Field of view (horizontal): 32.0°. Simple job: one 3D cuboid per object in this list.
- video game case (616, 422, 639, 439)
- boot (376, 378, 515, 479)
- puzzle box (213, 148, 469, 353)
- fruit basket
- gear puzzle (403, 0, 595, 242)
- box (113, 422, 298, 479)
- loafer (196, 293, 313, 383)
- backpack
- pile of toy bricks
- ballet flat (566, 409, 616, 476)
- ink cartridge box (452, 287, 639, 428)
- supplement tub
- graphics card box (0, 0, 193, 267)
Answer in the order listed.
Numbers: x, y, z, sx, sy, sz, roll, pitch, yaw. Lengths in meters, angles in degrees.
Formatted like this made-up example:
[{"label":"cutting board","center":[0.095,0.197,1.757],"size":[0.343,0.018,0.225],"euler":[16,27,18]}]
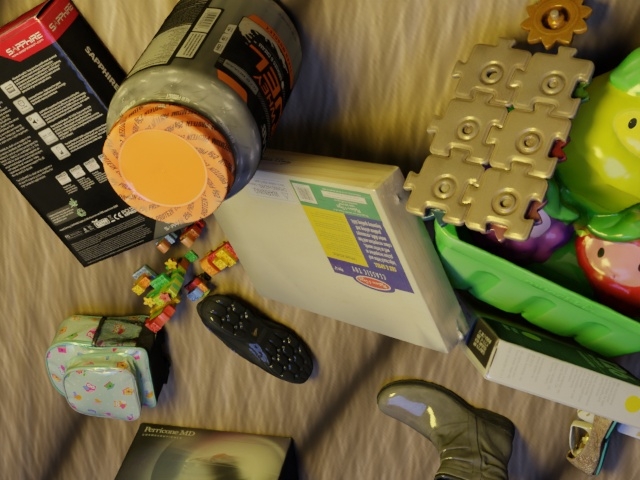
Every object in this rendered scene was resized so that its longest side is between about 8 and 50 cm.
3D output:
[{"label":"video game case","center":[0.605,0.262,1.719],"size":[0.227,0.026,0.206],"euler":[19,130,0]},{"label":"boot","center":[0.200,0.326,1.792],"size":[0.247,0.161,0.083],"euler":[20,129,-1]},{"label":"puzzle box","center":[0.000,0.000,1.531],"size":[0.409,0.052,0.272],"euler":[14,138,47]},{"label":"fruit basket","center":[0.347,-0.057,1.407],"size":[0.392,0.283,0.392],"euler":[15,147,10]},{"label":"gear puzzle","center":[0.231,-0.157,1.336],"size":[0.175,0.339,0.044],"euler":[15,163,31]},{"label":"box","center":[-0.215,0.489,1.948],"size":[0.296,0.294,0.182],"euler":[3,126,13]},{"label":"loafer","center":[-0.106,0.158,1.811],"size":[0.223,0.076,0.078],"euler":[38,164,-23]},{"label":"backpack","center":[-0.365,0.210,1.871],"size":[0.188,0.144,0.165],"euler":[9,135,12]},{"label":"pile of toy bricks","center":[-0.231,0.064,1.740],"size":[0.212,0.105,0.118],"euler":[-34,113,34]},{"label":"ballet flat","center":[0.433,0.294,1.767],"size":[0.067,0.073,0.206],"euler":[21,128,17]},{"label":"ink cartridge box","center":[0.335,0.167,1.545],"size":[0.307,0.303,0.072],"euler":[18,97,-10]},{"label":"supplement tub","center":[-0.146,-0.173,1.394],"size":[0.194,0.316,0.193],"euler":[8,130,9]},{"label":"graphics card box","center":[-0.357,-0.148,1.616],"size":[0.233,0.094,0.371],"euler":[-22,118,28]}]
